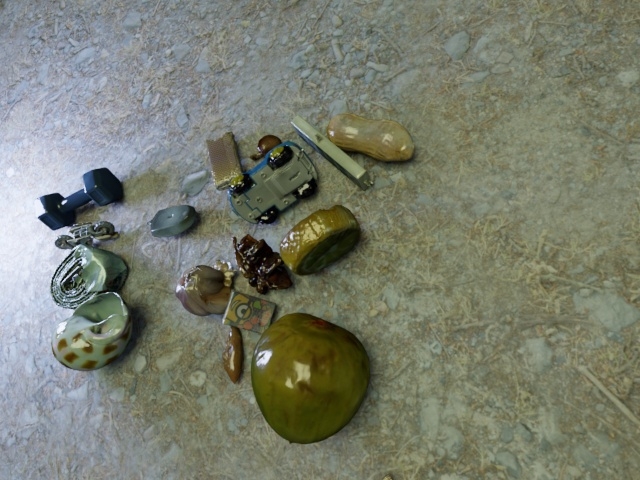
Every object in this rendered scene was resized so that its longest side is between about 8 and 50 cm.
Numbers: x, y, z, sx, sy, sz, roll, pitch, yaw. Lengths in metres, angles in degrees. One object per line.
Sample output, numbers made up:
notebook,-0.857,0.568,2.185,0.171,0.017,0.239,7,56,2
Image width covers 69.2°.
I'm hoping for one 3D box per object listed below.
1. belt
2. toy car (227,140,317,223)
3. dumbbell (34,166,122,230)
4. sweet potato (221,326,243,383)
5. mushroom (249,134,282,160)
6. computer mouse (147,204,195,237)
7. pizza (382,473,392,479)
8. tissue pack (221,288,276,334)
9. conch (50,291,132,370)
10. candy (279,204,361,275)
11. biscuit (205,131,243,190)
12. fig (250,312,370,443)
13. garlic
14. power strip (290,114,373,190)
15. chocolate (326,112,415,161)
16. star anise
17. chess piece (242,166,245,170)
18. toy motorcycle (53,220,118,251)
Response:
belt,-0.848,0.141,1.700,0.257,0.150,0.207,-43,74,4
toy car,-0.166,-0.195,1.549,0.314,0.198,0.166,-35,33,11
dumbbell,-0.950,-0.163,1.827,0.325,0.160,0.144,-24,99,13
sweet potato,-0.281,0.355,1.491,0.068,0.060,0.205,7,61,-18
mushroom,-0.197,-0.320,1.649,0.130,0.073,0.088,-30,97,11
computer mouse,-0.536,-0.066,1.696,0.229,0.068,0.113,-10,53,28
pizza,0.188,0.669,1.252,0.083,0.025,0.078,-1,79,12
tissue pack,-0.226,0.227,1.468,0.148,0.060,0.108,20,81,-18
conch,-0.793,0.325,1.601,0.368,0.197,0.249,-8,60,10
candy,0.000,0.000,1.386,0.260,0.260,0.118,-38,67,6
biscuit,-0.341,-0.285,1.665,0.108,0.061,0.238,-19,57,1
fig,-0.034,0.380,1.267,0.344,0.343,0.343,-5,73,18
garlic,-0.361,0.124,1.512,0.207,0.256,0.207,9,45,-9
power strip,0.038,-0.288,1.537,0.043,0.106,0.367,-46,65,0
chocolate,0.160,-0.336,1.496,0.309,0.134,0.134,23,83,24
star anise,-0.196,0.088,1.482,0.220,0.190,0.126,6,42,46
chess piece,-0.318,-0.251,1.692,0.092,0.035,0.035,-13,71,11
toy motorcycle,-0.890,-0.004,1.785,0.229,0.129,0.094,-19,48,-1
